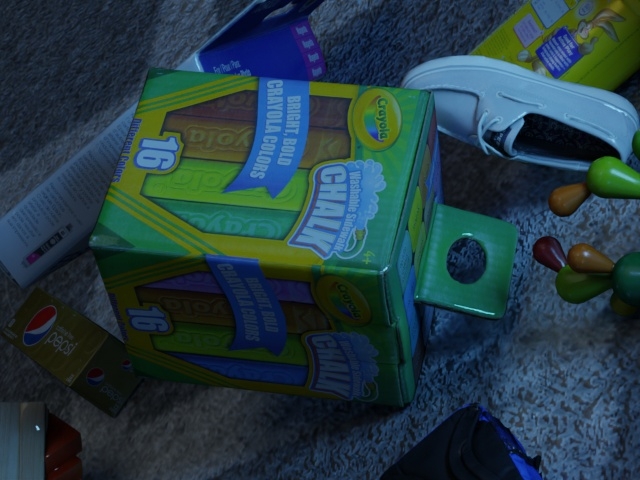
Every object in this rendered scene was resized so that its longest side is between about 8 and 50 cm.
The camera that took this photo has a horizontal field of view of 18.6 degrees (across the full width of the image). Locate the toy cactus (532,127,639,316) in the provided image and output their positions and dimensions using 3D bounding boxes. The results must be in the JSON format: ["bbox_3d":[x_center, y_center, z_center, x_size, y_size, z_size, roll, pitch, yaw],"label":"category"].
[{"bbox_3d":[0.252,0.000,1.312,0.219,0.112,0.180,-34,53,19],"label":"toy cactus"}]

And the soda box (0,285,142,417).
[{"bbox_3d":[-0.229,0.101,1.818,0.061,0.058,0.181,-54,32,-7],"label":"soda box"}]

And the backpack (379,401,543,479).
[{"bbox_3d":[0.113,0.181,1.266,0.098,0.101,0.120,-46,35,9],"label":"backpack"}]

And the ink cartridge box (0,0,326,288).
[{"bbox_3d":[-0.107,-0.106,1.731,0.330,0.071,0.324,-37,0,20],"label":"ink cartridge box"}]

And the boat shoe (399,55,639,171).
[{"bbox_3d":[0.146,-0.087,1.470,0.063,0.184,0.066,-66,-9,-52],"label":"boat shoe"}]

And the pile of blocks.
[{"bbox_3d":[-0.234,0.291,1.604,0.113,0.149,0.362,0,53,-3],"label":"pile of blocks"}]

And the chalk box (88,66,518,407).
[{"bbox_3d":[0.000,0.000,1.472,0.289,0.179,0.180,4,53,13],"label":"chalk box"}]

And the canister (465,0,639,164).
[{"bbox_3d":[0.196,-0.153,1.547,0.170,0.073,0.126,-41,34,16],"label":"canister"}]
